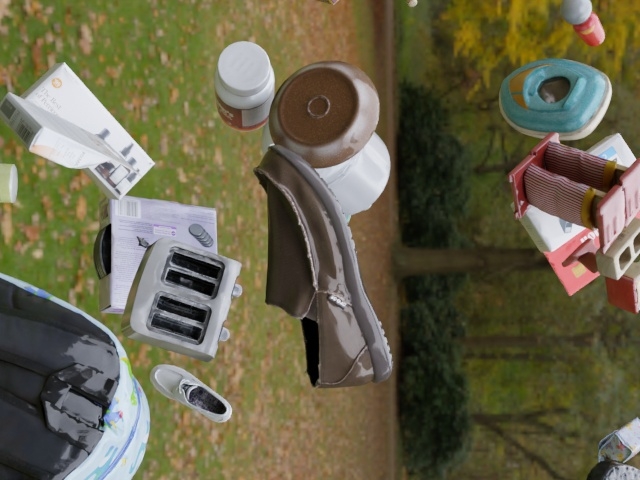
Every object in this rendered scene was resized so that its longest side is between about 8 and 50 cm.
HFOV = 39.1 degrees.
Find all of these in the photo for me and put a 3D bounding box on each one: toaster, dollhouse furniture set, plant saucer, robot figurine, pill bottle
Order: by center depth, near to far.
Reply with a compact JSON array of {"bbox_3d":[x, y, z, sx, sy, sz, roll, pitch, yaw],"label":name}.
[{"bbox_3d":[-0.230,0.092,1.467,0.110,0.185,0.168,151,-43,-68],"label":"toaster"},{"bbox_3d":[0.000,-0.221,1.526,0.036,0.198,0.199,43,46,-68],"label":"plant saucer"},{"bbox_3d":[0.510,-0.007,1.740,0.152,0.201,0.374,-44,135,-22],"label":"dollhouse furniture set"},{"bbox_3d":[0.012,-0.171,1.794,0.300,0.199,0.353,-65,151,-6],"label":"robot figurine"},{"bbox_3d":[-0.153,-0.308,1.811,0.221,0.121,0.121,106,-15,-77],"label":"pill bottle"}]

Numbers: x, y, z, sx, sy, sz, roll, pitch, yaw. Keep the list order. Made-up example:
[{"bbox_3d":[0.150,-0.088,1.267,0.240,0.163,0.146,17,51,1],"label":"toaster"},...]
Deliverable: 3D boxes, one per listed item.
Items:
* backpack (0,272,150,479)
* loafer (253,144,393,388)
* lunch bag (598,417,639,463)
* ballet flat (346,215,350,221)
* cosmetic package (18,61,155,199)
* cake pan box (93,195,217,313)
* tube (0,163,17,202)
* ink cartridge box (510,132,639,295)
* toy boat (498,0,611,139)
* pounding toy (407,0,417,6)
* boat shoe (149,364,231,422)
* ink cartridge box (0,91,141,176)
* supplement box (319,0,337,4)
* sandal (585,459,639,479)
[{"bbox_3d":[-0.363,0.173,0.987,0.273,0.355,0.290,71,31,-45],"label":"backpack"},{"bbox_3d":[-0.016,0.050,1.221,0.366,0.130,0.134,68,-13,-11],"label":"loafer"},{"bbox_3d":[0.514,0.351,1.541,0.053,0.071,0.083,49,-39,25],"label":"lunch bag"},{"bbox_3d":[0.000,0.000,2.099,0.087,0.083,0.247,122,-7,-84],"label":"ballet flat"},{"bbox_3d":[-0.408,-0.189,1.583,0.099,0.060,0.239,-51,119,-20],"label":"cosmetic package"},{"bbox_3d":[-0.342,0.039,1.900,0.070,0.266,0.246,-28,-118,49],"label":"cake pan box"},{"bbox_3d":[-0.591,-0.091,1.378,0.062,0.240,0.070,-121,-145,-74],"label":"tube"},{"bbox_3d":[0.630,-0.058,2.074,0.261,0.296,0.066,56,-8,-4],"label":"ink cartridge box"},{"bbox_3d":[0.522,-0.376,1.970,0.148,0.267,0.318,35,78,-44],"label":"toy boat"},{"bbox_3d":[0.117,-0.414,1.204,0.154,0.155,0.269,-44,-167,29],"label":"pounding toy"},{"bbox_3d":[-0.260,0.303,1.796,0.066,0.184,0.063,-52,172,-19],"label":"boat shoe"},{"bbox_3d":[-0.367,-0.140,1.315,0.179,0.145,0.045,30,96,-46],"label":"ink cartridge box"},{"bbox_3d":[0.012,-0.539,1.794,0.081,0.104,0.188,48,0,-25],"label":"supplement box"},{"bbox_3d":[0.385,0.431,1.203,0.168,0.107,0.446,-53,135,-22],"label":"sandal"}]
